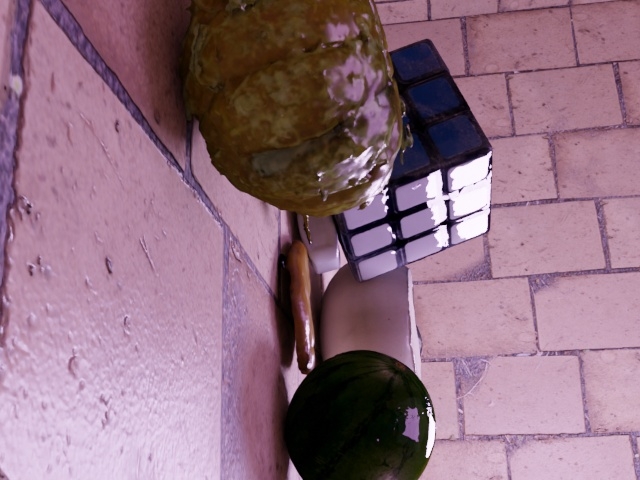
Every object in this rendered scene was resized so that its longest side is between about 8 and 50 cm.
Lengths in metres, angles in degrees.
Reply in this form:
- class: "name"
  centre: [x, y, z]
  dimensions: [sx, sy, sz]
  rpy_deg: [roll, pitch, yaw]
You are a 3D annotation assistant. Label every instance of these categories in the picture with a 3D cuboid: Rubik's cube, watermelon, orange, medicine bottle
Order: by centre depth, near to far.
- class: "orange"
  centre: [-0.032, -0.158, 0.843]
  dimensions: [0.301, 0.223, 0.300]
  rpy_deg: [-73, 143, -71]
- class: "watermelon"
  centre: [0.061, 0.291, 1.256]
  dimensions: [0.242, 0.242, 0.242]
  rpy_deg: [-4, 90, -83]
- class: "medicine bottle"
  centre: [0.000, 0.000, 1.541]
  dimensions: [0.183, 0.069, 0.119]
  rpy_deg: [70, 2, -76]
- class: "Rubik's cube"
  centre: [0.136, -0.150, 1.570]
  dimensions: [0.304, 0.301, 0.305]
  rpy_deg: [72, -2, -56]

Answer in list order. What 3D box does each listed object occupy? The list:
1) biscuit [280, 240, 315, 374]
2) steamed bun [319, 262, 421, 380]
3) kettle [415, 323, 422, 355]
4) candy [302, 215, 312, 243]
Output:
- class: "biscuit"
  centre: [-0.032, 0.102, 1.364]
  dimensions: [0.260, 0.041, 0.203]
  rpy_deg: [-93, 174, -48]
- class: "steamed bun"
  centre: [0.103, 0.197, 1.732]
  dimensions: [0.324, 0.206, 0.324]
  rpy_deg: [-6, 90, -81]
- class: "kettle"
  centre: [0.154, 0.232, 2.180]
  dimensions: [0.271, 0.207, 0.251]
  rpy_deg: [52, 41, -63]
- class: "candy"
  centre: [-0.050, -0.164, 1.270]
  dimensions: [0.187, 0.081, 0.297]
  rpy_deg: [73, 4, -60]
